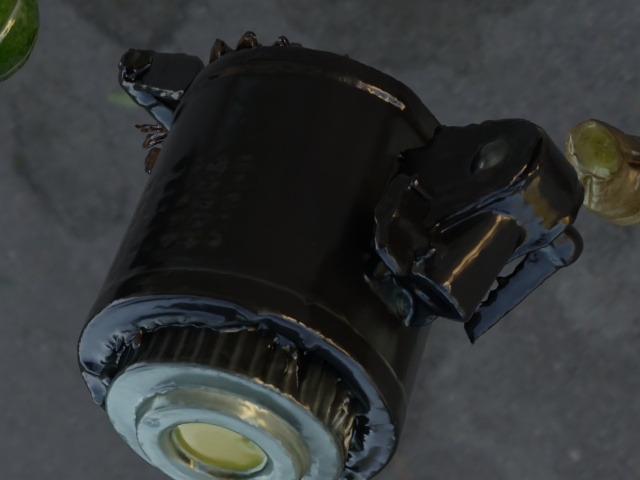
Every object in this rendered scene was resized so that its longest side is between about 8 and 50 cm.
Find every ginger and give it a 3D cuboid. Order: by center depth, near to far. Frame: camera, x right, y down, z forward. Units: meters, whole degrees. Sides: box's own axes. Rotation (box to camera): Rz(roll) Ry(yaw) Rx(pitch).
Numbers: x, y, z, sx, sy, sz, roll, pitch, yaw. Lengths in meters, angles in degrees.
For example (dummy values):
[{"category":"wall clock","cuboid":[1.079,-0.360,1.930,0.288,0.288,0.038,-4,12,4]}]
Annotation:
[{"category":"ginger","cuboid":[0.262,-0.049,1.579,0.115,0.205,0.081,30,97,15]}]

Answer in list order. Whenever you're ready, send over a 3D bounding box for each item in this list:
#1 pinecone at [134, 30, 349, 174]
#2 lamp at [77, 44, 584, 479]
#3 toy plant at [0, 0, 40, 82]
[{"category":"pinecone","cuboid":[-0.066,-0.098,1.801,0.221,0.221,0.221,26,133,31]},{"category":"lamp","cuboid":[-0.035,0.027,1.187,0.374,0.272,0.205,7,146,49]},{"category":"toy plant","cuboid":[-0.238,-0.119,1.208,0.093,0.162,0.093,26,169,6]}]
